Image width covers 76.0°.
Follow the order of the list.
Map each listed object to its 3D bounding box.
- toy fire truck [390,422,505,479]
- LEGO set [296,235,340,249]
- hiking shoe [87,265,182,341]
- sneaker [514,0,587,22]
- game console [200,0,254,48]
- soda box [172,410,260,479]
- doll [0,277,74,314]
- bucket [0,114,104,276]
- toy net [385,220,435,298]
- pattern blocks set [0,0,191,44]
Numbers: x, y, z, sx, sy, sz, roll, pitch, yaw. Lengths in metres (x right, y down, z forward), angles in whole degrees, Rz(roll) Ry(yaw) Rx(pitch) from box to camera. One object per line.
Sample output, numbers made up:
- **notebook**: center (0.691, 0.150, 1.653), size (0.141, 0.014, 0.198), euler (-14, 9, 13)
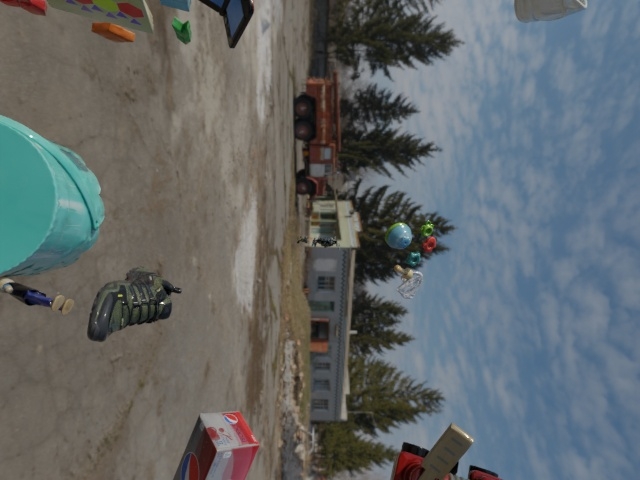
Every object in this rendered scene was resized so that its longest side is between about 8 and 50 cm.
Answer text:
- **toy fire truck**: center (0.252, 0.440, 0.751), size (0.246, 0.216, 0.159), euler (83, 24, -63)
- **LEGO set**: center (0.001, -0.001, 0.699), size (0.083, 0.054, 0.024), euler (21, 71, -48)
- **hiking shoe**: center (-0.347, 0.121, 0.786), size (0.227, 0.114, 0.086), euler (-80, -172, -68)
- **sneaker**: center (0.288, -0.377, 0.483), size (0.080, 0.094, 0.212), euler (-42, 131, -25)
- **game console**: center (-0.199, -0.468, 0.800), size (0.144, 0.085, 0.124), euler (-12, -91, 62)
- **soda box**: center (-0.201, 0.434, 0.705), size (0.092, 0.083, 0.264), euler (33, -76, 48)
- **doll**: center (-0.704, 0.136, 1.000), size (0.129, 0.188, 0.046), euler (84, 23, -67)
- **bucket**: center (-0.525, -0.064, 0.670), size (0.183, 0.280, 0.282), euler (-179, -90, -76)
- **toy net**: center (0.238, 0.052, 1.074), size (0.045, 0.121, 0.233), euler (-126, -160, -52)
- **pattern blocks set**: center (-0.369, -0.398, 0.652), size (0.285, 0.324, 0.026), euler (-178, -82, -68)
